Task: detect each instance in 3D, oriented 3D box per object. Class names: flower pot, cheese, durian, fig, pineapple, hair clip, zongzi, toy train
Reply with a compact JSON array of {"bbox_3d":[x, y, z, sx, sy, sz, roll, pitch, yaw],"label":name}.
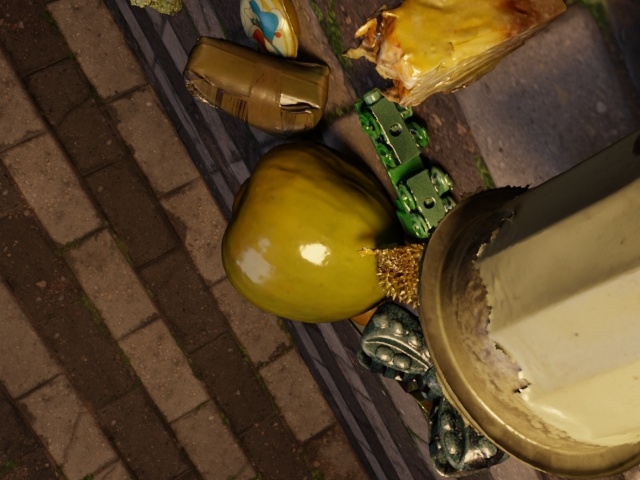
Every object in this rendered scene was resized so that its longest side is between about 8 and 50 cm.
[{"bbox_3d":[0.247,0.025,0.443,0.290,0.290,0.259,56,152,12],"label":"flower pot"},{"bbox_3d":[-0.089,-0.405,0.992,0.177,0.069,0.270,53,163,17],"label":"cheese"},{"bbox_3d":[0.151,0.052,0.902,0.208,0.102,0.146,22,149,-21],"label":"durian"},{"bbox_3d":[-0.003,-0.001,1.049,0.343,0.343,0.343,53,163,23],"label":"fig"},{"bbox_3d":[0.130,-0.202,0.558,0.114,0.186,0.236,58,-152,-8],"label":"pineapple"},{"bbox_3d":[0.214,0.225,0.971,0.310,0.206,0.194,52,160,21],"label":"hair clip"},{"bbox_3d":[-0.121,-0.257,1.093,0.260,0.123,0.289,15,169,-6],"label":"zongzi"},{"bbox_3d":[0.124,-0.112,0.865,0.251,0.085,0.119,63,174,-14],"label":"toy train"}]

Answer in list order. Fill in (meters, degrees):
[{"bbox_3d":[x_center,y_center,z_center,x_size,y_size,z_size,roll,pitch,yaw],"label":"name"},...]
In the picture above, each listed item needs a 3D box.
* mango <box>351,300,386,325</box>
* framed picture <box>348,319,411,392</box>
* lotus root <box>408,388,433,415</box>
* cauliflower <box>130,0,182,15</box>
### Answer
[{"bbox_3d":[0.078,0.105,1.388,0.227,0.099,0.136,60,174,30],"label":"mango"},{"bbox_3d":[0.140,0.238,1.582,0.347,0.016,0.265,49,162,31],"label":"framed picture"},{"bbox_3d":[0.286,0.390,1.273,0.183,0.078,0.203,50,176,-5],"label":"lotus root"},{"bbox_3d":[-0.435,-0.639,1.309,0.275,0.250,0.272,47,159,52],"label":"cauliflower"}]
